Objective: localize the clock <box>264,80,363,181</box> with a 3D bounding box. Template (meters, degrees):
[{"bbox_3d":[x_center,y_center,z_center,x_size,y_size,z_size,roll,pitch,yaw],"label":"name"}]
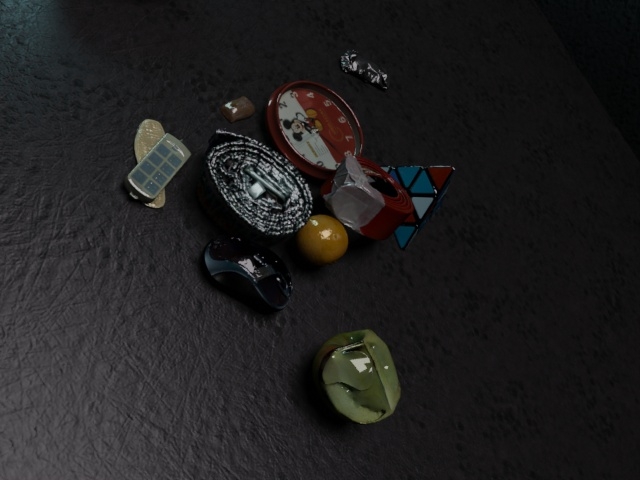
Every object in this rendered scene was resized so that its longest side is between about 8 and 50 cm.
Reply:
[{"bbox_3d":[-0.017,-0.309,1.850,0.319,0.080,0.318,16,60,-30],"label":"clock"}]

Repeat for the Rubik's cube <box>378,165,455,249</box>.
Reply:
[{"bbox_3d":[0.246,-0.175,1.911,0.234,0.250,0.284,35,50,12],"label":"Rubik's cube"}]

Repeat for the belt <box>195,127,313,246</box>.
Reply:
[{"bbox_3d":[-0.172,-0.113,1.564,0.295,0.160,0.206,34,66,-12],"label":"belt"}]

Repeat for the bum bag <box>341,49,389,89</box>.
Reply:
[{"bbox_3d":[0.154,-0.567,2.154,0.198,0.049,0.087,20,58,-26],"label":"bum bag"}]

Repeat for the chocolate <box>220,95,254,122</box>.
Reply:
[{"bbox_3d":[-0.221,-0.360,1.763,0.101,0.031,0.064,-30,79,-42],"label":"chocolate"}]

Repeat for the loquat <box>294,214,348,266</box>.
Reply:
[{"bbox_3d":[0.000,0.000,1.629,0.141,0.141,0.141,18,54,-27],"label":"loquat"}]

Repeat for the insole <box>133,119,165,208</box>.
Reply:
[{"bbox_3d":[-0.398,-0.184,1.537,0.081,0.011,0.247,9,59,-33],"label":"insole"}]

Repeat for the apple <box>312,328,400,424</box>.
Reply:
[{"bbox_3d":[0.079,0.308,1.477,0.207,0.174,0.188,-27,101,-45],"label":"apple"}]

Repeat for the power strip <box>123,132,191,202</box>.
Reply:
[{"bbox_3d":[-0.373,-0.174,1.521,0.080,0.029,0.226,40,46,-14],"label":"power strip"}]

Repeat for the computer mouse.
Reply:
[{"bbox_3d":[-0.157,0.066,1.501,0.233,0.096,0.137,33,48,-14],"label":"computer mouse"}]

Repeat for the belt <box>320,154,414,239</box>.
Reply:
[{"bbox_3d":[0.126,-0.113,1.727,0.227,0.115,0.324,46,21,12],"label":"belt"}]
